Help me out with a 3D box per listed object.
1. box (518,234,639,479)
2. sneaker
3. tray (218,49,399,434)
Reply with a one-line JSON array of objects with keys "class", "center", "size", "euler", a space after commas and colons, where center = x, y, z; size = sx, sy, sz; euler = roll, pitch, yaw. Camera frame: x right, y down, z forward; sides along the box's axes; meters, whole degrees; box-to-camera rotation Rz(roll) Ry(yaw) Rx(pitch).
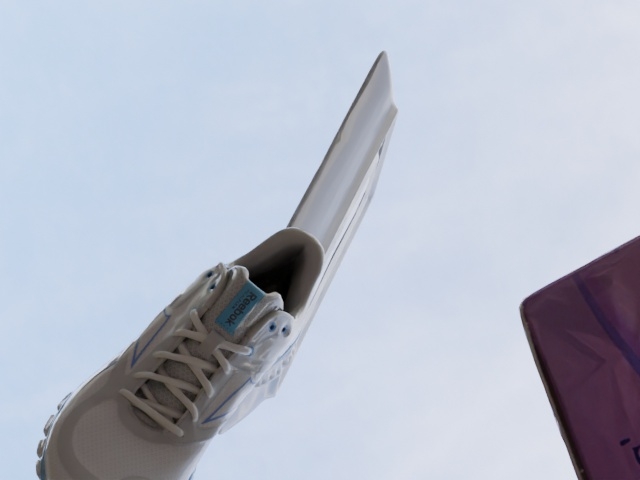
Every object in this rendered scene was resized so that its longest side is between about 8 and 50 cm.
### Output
[{"class": "box", "center": [0.215, 0.036, 0.455], "size": [0.243, 0.213, 0.117], "euler": [-31, -121, 21]}, {"class": "sneaker", "center": [-0.057, 0.052, 0.771], "size": [0.071, 0.083, 0.191], "euler": [37, -137, 2]}, {"class": "tray", "center": [0.000, 0.000, 1.177], "size": [0.030, 0.145, 0.270], "euler": [21, -135, 6]}]
